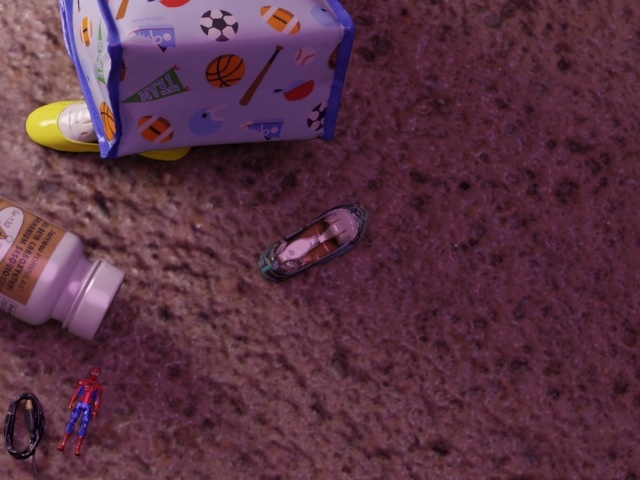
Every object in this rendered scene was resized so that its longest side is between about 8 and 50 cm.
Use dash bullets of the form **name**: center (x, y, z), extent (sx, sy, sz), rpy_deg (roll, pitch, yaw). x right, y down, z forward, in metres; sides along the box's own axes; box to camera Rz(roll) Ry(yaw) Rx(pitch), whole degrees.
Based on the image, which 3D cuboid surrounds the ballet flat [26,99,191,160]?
- **ballet flat**: center (-0.287, -0.159, 1.686), extent (0.231, 0.077, 0.077), rpy_deg (7, 74, -12)

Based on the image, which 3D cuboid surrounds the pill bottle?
- **pill bottle**: center (-0.376, 0.035, 1.583), extent (0.229, 0.131, 0.131), rpy_deg (28, 71, -6)

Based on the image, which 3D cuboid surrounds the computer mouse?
- **computer mouse**: center (-0.356, 0.312, 1.564), extent (0.071, 0.041, 0.242), rpy_deg (-15, 79, -17)

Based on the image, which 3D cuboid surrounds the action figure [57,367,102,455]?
- **action figure**: center (-0.312, 0.222, 1.607), extent (0.038, 0.030, 0.115), rpy_deg (16, 70, -5)

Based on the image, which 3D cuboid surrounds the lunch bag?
- **lunch bag**: center (-0.173, -0.301, 1.655), extent (0.327, 0.239, 0.385), rpy_deg (-7, 47, -22)

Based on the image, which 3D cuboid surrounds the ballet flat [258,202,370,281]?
- **ballet flat**: center (0.000, 0.000, 1.726), extent (0.188, 0.070, 0.070), rpy_deg (-33, 86, -20)
